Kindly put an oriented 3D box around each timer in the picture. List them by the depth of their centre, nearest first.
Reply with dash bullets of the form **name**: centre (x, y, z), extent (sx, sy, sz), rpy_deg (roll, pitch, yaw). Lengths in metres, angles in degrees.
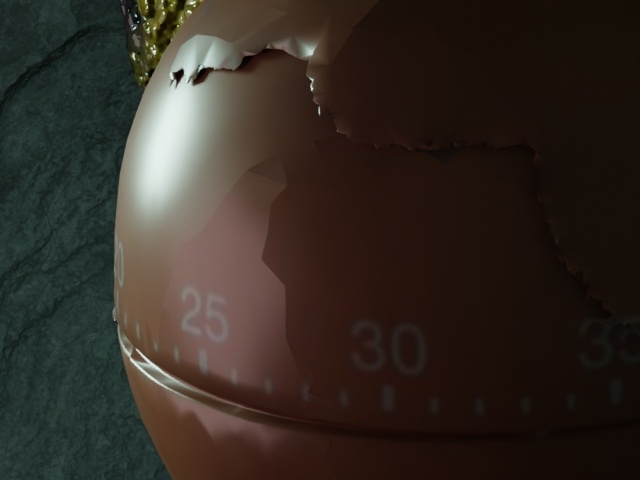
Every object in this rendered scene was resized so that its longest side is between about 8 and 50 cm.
- **timer**: centre (0.049, 0.005, 0.517), extent (0.229, 0.229, 0.215), rpy_deg (-111, 21, -66)

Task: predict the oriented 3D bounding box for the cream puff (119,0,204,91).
- **cream puff**: centre (-0.110, -0.252, 1.847), extent (0.343, 0.231, 0.327), rpy_deg (-106, 10, -48)
